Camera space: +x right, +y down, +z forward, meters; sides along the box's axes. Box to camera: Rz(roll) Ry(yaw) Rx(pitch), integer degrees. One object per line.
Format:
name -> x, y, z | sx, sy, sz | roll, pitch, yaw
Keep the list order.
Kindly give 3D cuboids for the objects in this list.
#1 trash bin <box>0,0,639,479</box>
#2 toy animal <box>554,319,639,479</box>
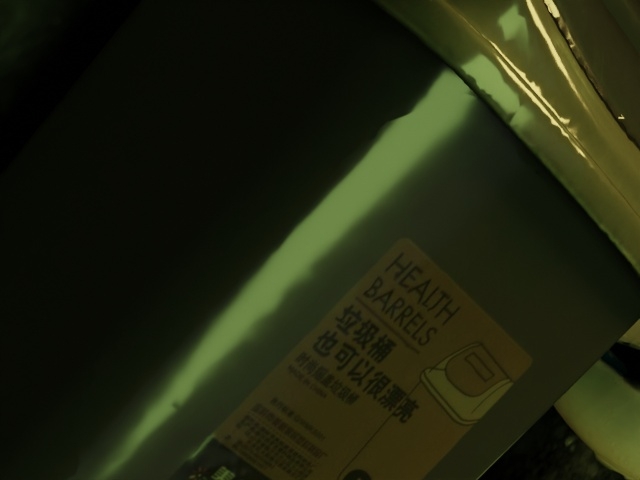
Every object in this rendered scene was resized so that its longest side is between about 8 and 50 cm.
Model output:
trash bin -> 0.000, 0.000, 0.580 | 0.290, 0.182, 0.209 | -47, 135, 0
toy animal -> 0.163, 0.036, 0.777 | 0.166, 0.138, 0.179 | -19, 136, -7
